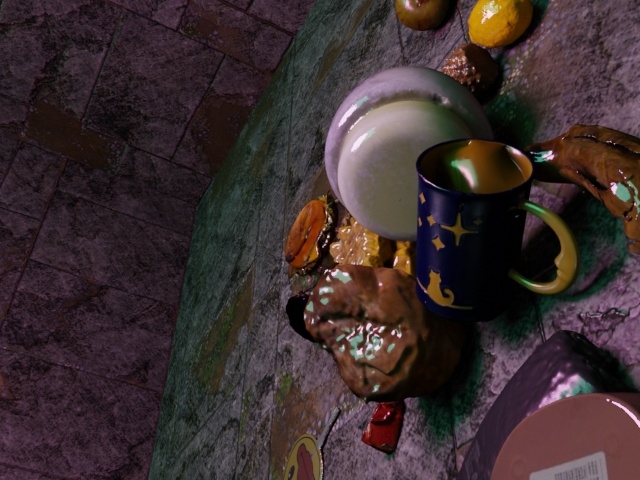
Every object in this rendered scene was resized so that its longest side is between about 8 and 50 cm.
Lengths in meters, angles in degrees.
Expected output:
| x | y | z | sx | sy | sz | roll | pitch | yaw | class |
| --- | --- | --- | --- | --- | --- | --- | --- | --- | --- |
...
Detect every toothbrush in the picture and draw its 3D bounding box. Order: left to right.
| x | y | z | sx | sy | sz | roll | pitch | yaw | class |
| --- | --- | --- | --- | --- | --- | --- | --- | --- | --- |
| 0.353 | 0.052 | 1.178 | 0.097 | 0.006 | 0.008 | -48 | 30 | 46 | toothbrush |

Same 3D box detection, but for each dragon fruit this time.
| x | y | z | sx | sy | sz | roll | pitch | yaw | class |
| --- | --- | --- | --- | --- | --- | --- | --- | --- | --- |
| 0.121 | 0.333 | 1.421 | 0.131 | 0.063 | 0.097 | -67 | 20 | 6 | dragon fruit |

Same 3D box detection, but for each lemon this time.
| x | y | z | sx | sy | sz | roll | pitch | yaw | class |
| --- | --- | --- | --- | --- | --- | --- | --- | --- | --- |
| 0.364 | -0.453 | 1.499 | 0.155 | 0.114 | 0.114 | -35 | 39 | 51 | lemon |

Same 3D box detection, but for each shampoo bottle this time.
| x | y | z | sx | sy | sz | roll | pitch | yaw | class |
| --- | --- | --- | --- | --- | --- | --- | --- | --- | --- |
| 0.172 | -0.174 | 1.422 | 0.322 | 0.322 | 0.317 | -57 | 10 | 30 | shampoo bottle |

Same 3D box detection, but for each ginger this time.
| x | y | z | sx | sy | sz | roll | pitch | yaw | class |
| --- | --- | --- | --- | --- | --- | --- | --- | --- | --- |
| 0.130 | 0.154 | 1.315 | 0.200 | 0.223 | 0.269 | -46 | 67 | 31 | ginger |
| 0.408 | -0.094 | 1.039 | 0.133 | 0.107 | 0.309 | -63 | 23 | 19 | ginger |

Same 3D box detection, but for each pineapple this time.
| x | y | z | sx | sy | sz | roll | pitch | yaw | class |
| --- | --- | --- | --- | --- | --- | --- | --- | --- | --- |
| 0.272 | -0.304 | 1.610 | 0.277 | 0.130 | 0.119 | -45 | 60 | 45 | pineapple |

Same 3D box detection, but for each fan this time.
| x | y | z | sx | sy | sz | roll | pitch | yaw | class |
| --- | --- | --- | --- | --- | --- | --- | --- | --- | --- |
| -0.030 | 0.524 | 1.701 | 0.335 | 0.011 | 0.229 | -65 | 20 | 13 | fan |

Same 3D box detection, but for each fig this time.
| x | y | z | sx | sy | sz | roll | pitch | yaw | class |
| --- | --- | --- | --- | --- | --- | --- | --- | --- | --- |
| 0.266 | -0.606 | 1.917 | 0.186 | 0.148 | 0.142 | 40 | -131 | -71 | fig |

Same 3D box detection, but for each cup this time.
| x | y | z | sx | sy | sz | roll | pitch | yaw | class |
| --- | --- | --- | --- | --- | --- | --- | --- | --- | --- |
| 0.249 | 0.012 | 1.133 | 0.255 | 0.178 | 0.256 | -119 | 21 | -54 | cup |

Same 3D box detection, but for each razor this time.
| x | y | z | sx | sy | sz | roll | pitch | yaw | class |
| --- | --- | --- | --- | --- | --- | --- | --- | --- | --- |
| 0.275 | 0.282 | 0.981 | 0.326 | 0.107 | 0.189 | -63 | 4 | 17 | razor |

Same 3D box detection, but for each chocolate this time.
| x | y | z | sx | sy | sz | roll | pitch | yaw | class |
| --- | --- | --- | --- | --- | --- | --- | --- | --- | --- |
| 0.002 | 0.163 | 1.855 | 0.133 | 0.156 | 0.156 | -49 | 3 | -41 | chocolate |

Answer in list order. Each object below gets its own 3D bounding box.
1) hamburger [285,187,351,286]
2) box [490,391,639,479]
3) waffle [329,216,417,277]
| x | y | z | sx | sy | sz | roll | pitch | yaw | class |
| --- | --- | --- | --- | --- | --- | --- | --- | --- | --- |
| 0.000 | 0.000 | 1.957 | 0.243 | 0.139 | 0.261 | -32 | 37 | 63 | hamburger |
| 0.319 | 0.289 | 0.729 | 0.301 | 0.216 | 0.301 | -56 | 22 | 37 | box |
| 0.109 | 0.092 | 1.566 | 0.261 | 0.151 | 0.324 | 128 | 152 | -47 | waffle |
